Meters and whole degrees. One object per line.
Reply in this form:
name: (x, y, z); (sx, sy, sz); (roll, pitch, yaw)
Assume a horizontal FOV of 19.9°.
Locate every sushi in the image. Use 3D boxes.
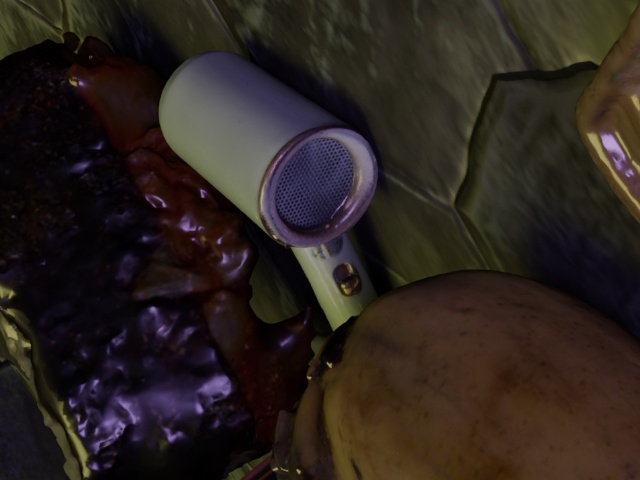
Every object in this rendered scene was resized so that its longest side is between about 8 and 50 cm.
sushi: (-0.138, 0.012, 1.202); (0.343, 0.182, 0.196); (63, 168, 19)

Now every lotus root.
lotus root: (0.121, 0.146, 0.804); (0.310, 0.183, 0.183); (45, 160, 23)

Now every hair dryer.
hair dryer: (0.000, 0.000, 1.063); (0.131, 0.073, 0.236); (38, 165, 48)

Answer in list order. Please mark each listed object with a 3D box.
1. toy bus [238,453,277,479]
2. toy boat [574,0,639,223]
toy bus: (0.095, 0.318, 1.136); (0.233, 0.203, 0.427); (16, 138, 58)
toy boat: (0.151, -0.043, 0.555); (0.116, 0.061, 0.188); (54, 163, 10)
